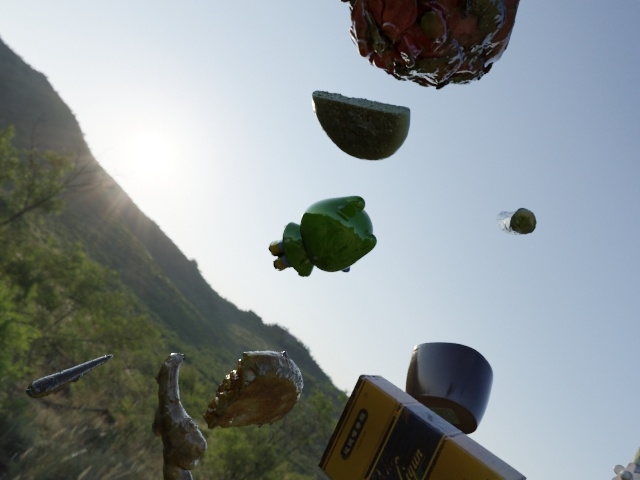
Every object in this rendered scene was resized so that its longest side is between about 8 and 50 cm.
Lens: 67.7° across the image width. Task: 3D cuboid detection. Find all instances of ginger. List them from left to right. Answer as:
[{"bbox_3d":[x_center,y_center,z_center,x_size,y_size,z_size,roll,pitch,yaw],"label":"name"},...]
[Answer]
[{"bbox_3d":[-0.341,0.439,1.132,0.148,0.333,0.081,-32,-23,37],"label":"ginger"}]

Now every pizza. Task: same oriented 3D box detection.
[{"bbox_3d":[-0.148,0.325,1.021,0.335,0.226,0.086,79,-13,-56],"label":"pizza"}]

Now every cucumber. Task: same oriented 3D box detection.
[{"bbox_3d":[0.425,-0.042,1.066,0.052,0.058,0.215,0,3,8],"label":"cucumber"}]

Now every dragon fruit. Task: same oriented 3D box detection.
[{"bbox_3d":[0.164,-0.425,0.825,0.314,0.263,0.296,83,-6,-62],"label":"dragon fruit"}]

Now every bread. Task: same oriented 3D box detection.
[{"bbox_3d":[0.063,-0.183,0.807,0.193,0.036,0.112,24,-41,33],"label":"bread"}]

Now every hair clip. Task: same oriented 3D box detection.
[{"bbox_3d":[0.491,0.428,0.786,0.056,0.214,0.062,58,-22,-16],"label":"hair clip"}]

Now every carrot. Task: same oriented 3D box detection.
[{"bbox_3d":[-0.652,0.351,1.258,0.049,0.049,0.254,29,20,18],"label":"carrot"}]

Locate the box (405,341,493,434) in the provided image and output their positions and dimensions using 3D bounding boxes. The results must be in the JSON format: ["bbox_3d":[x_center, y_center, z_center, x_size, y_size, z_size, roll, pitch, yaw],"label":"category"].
[{"bbox_3d":[0.433,0.519,1.657,0.301,0.216,0.301,17,-43,16],"label":"box"}]

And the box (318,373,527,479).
[{"bbox_3d":[0.123,0.307,0.636,0.237,0.152,0.070,28,5,38],"label":"box"}]

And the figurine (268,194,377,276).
[{"bbox_3d":[0.000,0.000,1.029,0.263,0.162,0.143,-21,-14,33],"label":"figurine"}]
